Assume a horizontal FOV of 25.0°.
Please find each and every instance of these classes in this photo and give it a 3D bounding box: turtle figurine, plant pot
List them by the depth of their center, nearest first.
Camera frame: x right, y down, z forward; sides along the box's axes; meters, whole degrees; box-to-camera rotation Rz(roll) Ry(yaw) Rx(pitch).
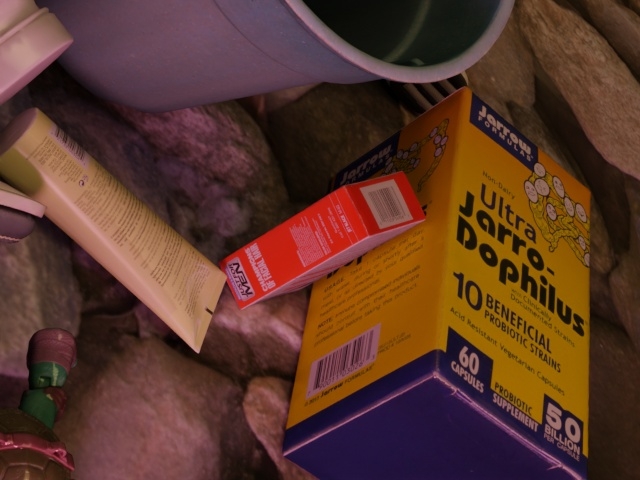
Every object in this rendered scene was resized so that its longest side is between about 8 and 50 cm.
[{"bbox_3d":[-0.217,0.164,0.981,0.175,0.118,0.234,25,42,-35],"label":"turtle figurine"},{"bbox_3d":[-0.063,-0.264,1.227,0.341,0.334,0.341,11,74,-42],"label":"plant pot"}]

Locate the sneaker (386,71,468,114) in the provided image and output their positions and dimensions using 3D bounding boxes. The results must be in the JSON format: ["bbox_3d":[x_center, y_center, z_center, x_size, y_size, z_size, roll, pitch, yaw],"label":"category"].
[{"bbox_3d":[0.068,-0.282,1.639,0.281,0.106,0.162,49,31,-28],"label":"sneaker"}]

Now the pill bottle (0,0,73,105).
[{"bbox_3d":[-0.335,-0.237,1.071,0.323,0.181,0.181,50,37,-9],"label":"pill bottle"}]

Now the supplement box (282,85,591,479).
[{"bbox_3d":[0.119,0.069,1.351,0.194,0.195,0.356,36,41,-26],"label":"supplement box"}]

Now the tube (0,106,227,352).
[{"bbox_3d":[-0.171,-0.009,1.202,0.240,0.062,0.070,43,83,-26],"label":"tube"}]

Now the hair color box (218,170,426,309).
[{"bbox_3d":[0.000,0.000,1.288,0.093,0.167,0.053,-17,78,-52],"label":"hair color box"}]

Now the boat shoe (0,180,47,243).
[{"bbox_3d":[-0.335,-0.023,1.017,0.319,0.116,0.099,11,99,-52],"label":"boat shoe"}]
